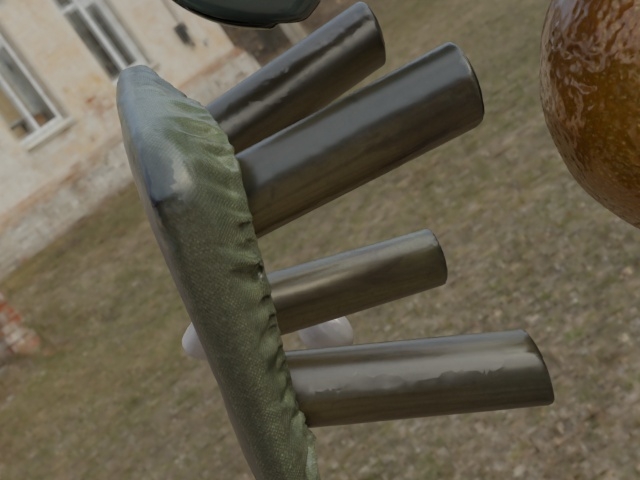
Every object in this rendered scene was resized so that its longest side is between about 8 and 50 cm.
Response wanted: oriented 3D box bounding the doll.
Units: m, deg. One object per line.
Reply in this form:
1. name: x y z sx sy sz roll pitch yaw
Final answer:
1. doll: -0.044 0.078 1.063 0.059 0.160 0.161 -57 10 41

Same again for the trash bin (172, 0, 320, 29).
1. trash bin: -0.037 -0.265 0.734 0.236 0.177 0.101 -51 12 12

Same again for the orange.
1. orange: 0.280 -0.117 0.744 0.264 0.264 0.264 -34 11 7

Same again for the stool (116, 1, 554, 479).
1. stool: 0.000 0.000 0.790 0.226 0.310 0.310 -22 24 -5
